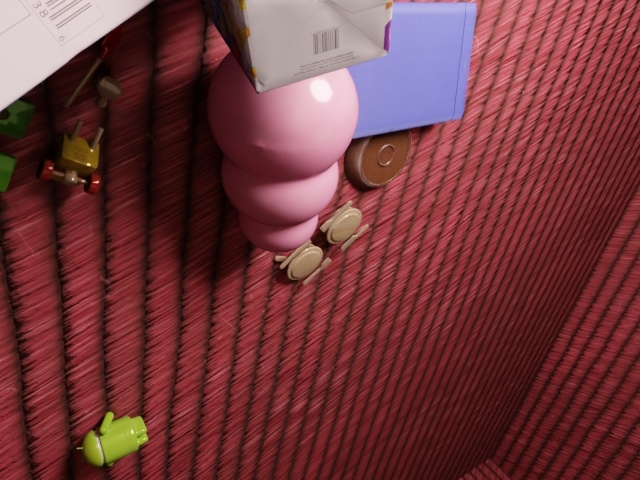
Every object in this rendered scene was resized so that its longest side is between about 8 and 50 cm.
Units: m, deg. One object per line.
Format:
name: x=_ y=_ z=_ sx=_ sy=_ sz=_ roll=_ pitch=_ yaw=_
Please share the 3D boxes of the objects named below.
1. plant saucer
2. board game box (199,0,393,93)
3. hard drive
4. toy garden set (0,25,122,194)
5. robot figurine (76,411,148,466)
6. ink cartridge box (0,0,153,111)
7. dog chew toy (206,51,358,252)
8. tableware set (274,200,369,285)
plant saucer: x=0.122 y=-0.172 z=0.935 sx=0.168 sy=0.029 sz=0.169 roll=-21 pitch=131 yaw=-27
board game box: x=-0.054 y=-0.299 z=0.478 sx=0.144 sy=0.275 sz=0.142 roll=-21 pitch=144 yaw=-13
hard drive: x=0.143 y=-0.301 z=0.833 sx=0.318 sy=0.040 sz=0.210 roll=-17 pitch=121 yaw=-31
toy garden set: x=-0.329 y=-0.174 z=0.540 sx=0.203 sy=0.049 sz=0.244 roll=17 pitch=106 yaw=-44
robot figurine: x=-0.378 y=0.366 z=0.864 sx=0.115 sy=0.067 sz=0.101 roll=-16 pitch=127 yaw=-32
ink cartridge box: x=-0.261 y=-0.245 z=0.309 sx=0.395 sy=0.151 sz=0.270 roll=-50 pitch=136 yaw=-22
dog chew toy: x=-0.058 y=-0.118 z=0.705 sx=0.206 sy=0.206 sz=0.332 roll=-21 pitch=139 yaw=-28
tableware set: x=0.000 y=0.000 z=0.948 sx=0.194 sy=0.039 sz=0.128 roll=-43 pitch=149 yaw=1
